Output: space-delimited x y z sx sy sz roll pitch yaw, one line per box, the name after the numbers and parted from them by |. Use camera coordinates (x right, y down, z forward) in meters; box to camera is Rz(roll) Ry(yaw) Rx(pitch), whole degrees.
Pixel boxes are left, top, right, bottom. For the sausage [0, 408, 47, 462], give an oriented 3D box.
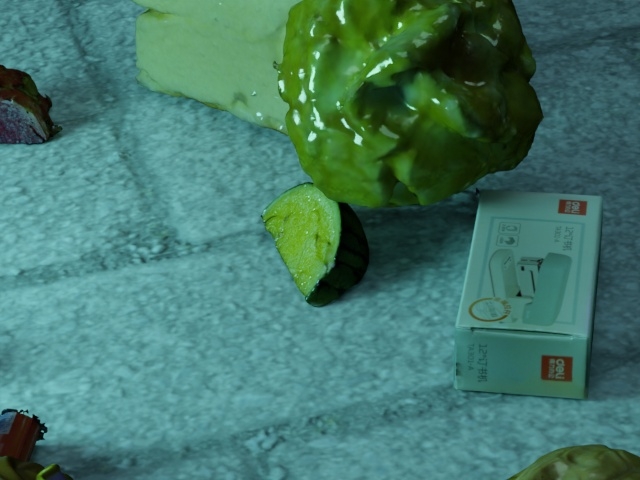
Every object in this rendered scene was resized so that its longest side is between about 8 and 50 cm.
-0.283 0.210 1.671 0.050 0.048 0.145 35 30 -15 | sausage

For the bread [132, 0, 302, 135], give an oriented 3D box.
-0.003 -0.325 2.285 0.390 0.279 0.371 19 40 29 | bread

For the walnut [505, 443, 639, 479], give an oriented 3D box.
0.196 0.247 1.492 0.159 0.159 0.207 23 39 34 | walnut

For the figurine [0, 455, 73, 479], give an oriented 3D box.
-0.299 0.254 1.504 0.263 0.142 0.189 -10 2 -8 | figurine

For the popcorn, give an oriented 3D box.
0.088 -0.171 1.963 0.247 0.282 0.282 -20 24 26 | popcorn

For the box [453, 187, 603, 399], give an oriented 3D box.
0.208 0.047 1.871 0.135 0.079 0.269 4 33 9 | box

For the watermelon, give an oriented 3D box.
0.009 0.002 1.994 0.092 0.075 0.181 -48 34 10 | watermelon

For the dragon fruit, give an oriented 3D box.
-0.386 -0.172 2.228 0.147 0.096 0.102 -7 29 -12 | dragon fruit
